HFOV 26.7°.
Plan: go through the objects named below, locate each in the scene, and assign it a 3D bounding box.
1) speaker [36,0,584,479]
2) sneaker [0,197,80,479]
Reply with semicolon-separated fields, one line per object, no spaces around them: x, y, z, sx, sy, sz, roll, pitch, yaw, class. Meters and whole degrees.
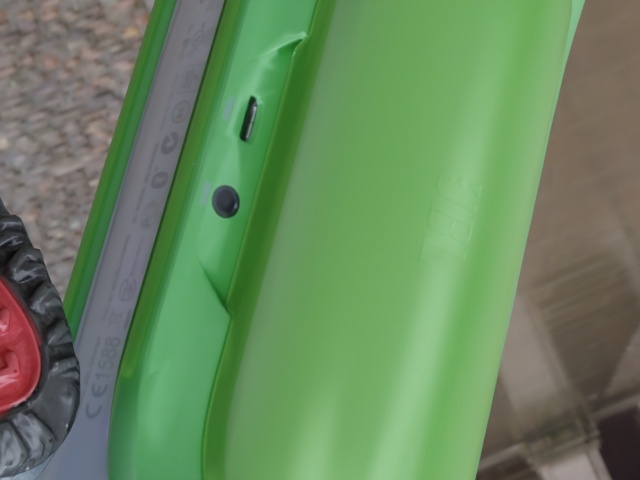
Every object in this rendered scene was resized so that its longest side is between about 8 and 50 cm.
0.000;0.000;0.405;0.131;0.296;0.131;14;165;4;speaker
-0.179;0.023;0.359;0.262;0.104;0.125;13;142;13;sneaker
